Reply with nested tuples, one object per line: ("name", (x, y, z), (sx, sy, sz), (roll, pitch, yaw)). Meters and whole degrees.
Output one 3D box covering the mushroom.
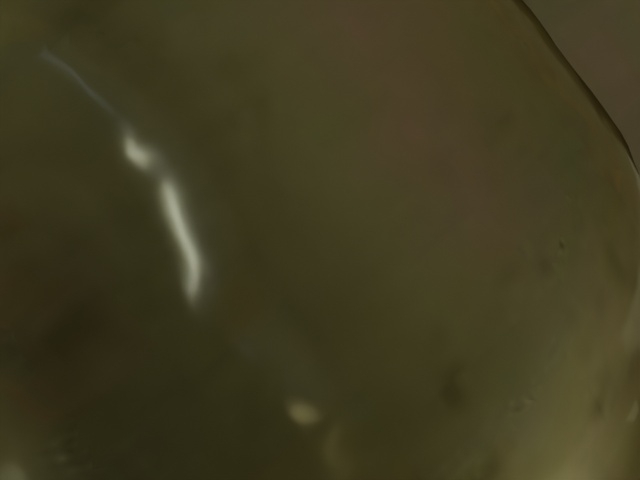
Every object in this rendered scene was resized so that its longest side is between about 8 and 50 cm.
("mushroom", (-0.018, 0.026, 0.490), (0.353, 0.353, 0.325), (-160, 67, -74))
